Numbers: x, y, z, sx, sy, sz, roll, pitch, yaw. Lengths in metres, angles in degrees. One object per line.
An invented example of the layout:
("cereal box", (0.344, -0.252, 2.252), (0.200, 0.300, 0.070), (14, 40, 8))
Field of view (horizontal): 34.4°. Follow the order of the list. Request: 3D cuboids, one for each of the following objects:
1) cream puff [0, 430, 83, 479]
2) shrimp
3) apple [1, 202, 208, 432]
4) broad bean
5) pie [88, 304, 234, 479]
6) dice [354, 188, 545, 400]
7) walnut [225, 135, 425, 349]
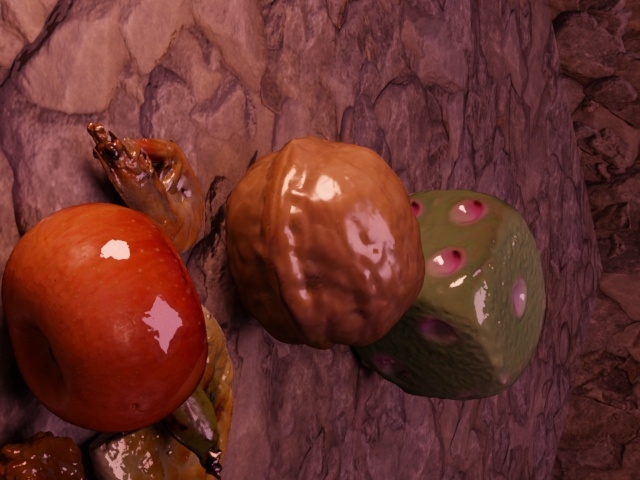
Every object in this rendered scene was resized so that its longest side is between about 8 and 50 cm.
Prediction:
("cream puff", (-0.338, 0.288, 1.237), (0.122, 0.094, 0.116), (40, 46, -13))
("shrimp", (-0.232, -0.093, 1.423), (0.287, 0.063, 0.152), (60, 40, -50))
("apple", (-0.253, 0.094, 1.217), (0.206, 0.251, 0.271), (-21, 125, -30))
("broad bean", (-0.200, 0.168, 1.380), (0.077, 0.061, 0.339), (-18, 91, -30))
("pie", (-0.210, 0.248, 1.483), (0.337, 0.075, 0.337), (-2, 93, -62))
("dice", (0.246, 0.108, 2.059), (0.322, 0.330, 0.318), (-62, 138, -38))
("walnut", (0.002, -0.002, 1.615), (0.306, 0.306, 0.343), (-52, 136, -47))
